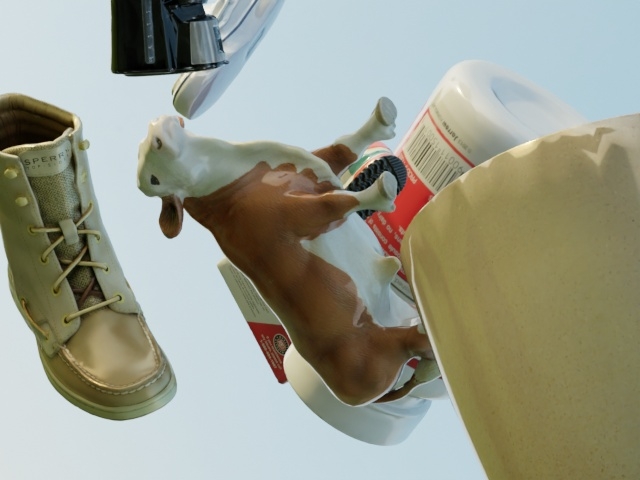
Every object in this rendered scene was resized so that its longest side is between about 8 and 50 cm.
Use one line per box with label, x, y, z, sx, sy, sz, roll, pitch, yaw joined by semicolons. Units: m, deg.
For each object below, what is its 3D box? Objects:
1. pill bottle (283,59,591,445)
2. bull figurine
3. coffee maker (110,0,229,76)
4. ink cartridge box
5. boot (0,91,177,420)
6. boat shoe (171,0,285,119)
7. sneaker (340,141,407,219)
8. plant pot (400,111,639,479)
pill bottle;0.133;0.024;1.779;0.229;0.229;0.408;43;-64;19
bull figurine;0.000;0.000;1.214;0.188;0.101;0.310;-19;-57;32
coffee maker;-0.185;-0.265;1.703;0.171;0.120;0.178;4;-79;28
ink cartridge box;0.016;0.042;2.184;0.273;0.114;0.197;-37;-103;39
boot;-0.206;0.009;1.342;0.262;0.095;0.203;49;-29;46
boat shoe;-0.128;-0.244;1.958;0.084;0.258;0.095;30;-44;3
sneaker;0.001;-0.039;1.479;0.057;0.161;0.075;54;4;-33
plant pot;0.192;0.107;0.901;0.256;0.256;0.274;102;-18;-62
